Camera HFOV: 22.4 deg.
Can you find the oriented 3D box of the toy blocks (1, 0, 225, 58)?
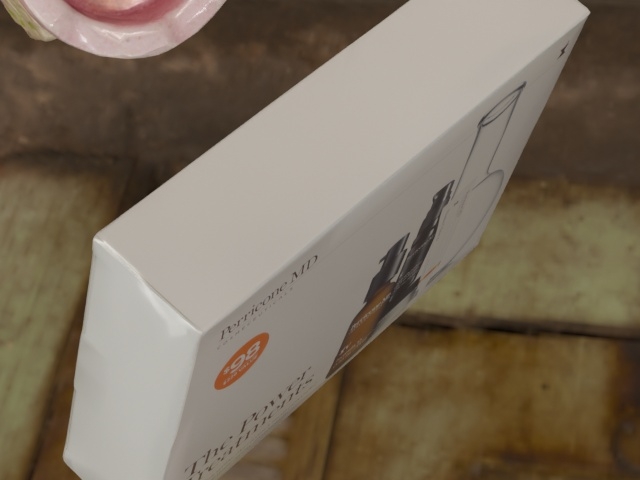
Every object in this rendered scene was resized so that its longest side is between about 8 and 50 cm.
[{"bbox_3d":[-0.133,-0.150,0.420,0.288,0.309,0.260,51,171,-20],"label":"toy blocks"}]

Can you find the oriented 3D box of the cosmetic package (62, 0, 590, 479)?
[{"bbox_3d":[0.000,0.000,1.091,0.097,0.377,0.284,40,147,17],"label":"cosmetic package"}]
